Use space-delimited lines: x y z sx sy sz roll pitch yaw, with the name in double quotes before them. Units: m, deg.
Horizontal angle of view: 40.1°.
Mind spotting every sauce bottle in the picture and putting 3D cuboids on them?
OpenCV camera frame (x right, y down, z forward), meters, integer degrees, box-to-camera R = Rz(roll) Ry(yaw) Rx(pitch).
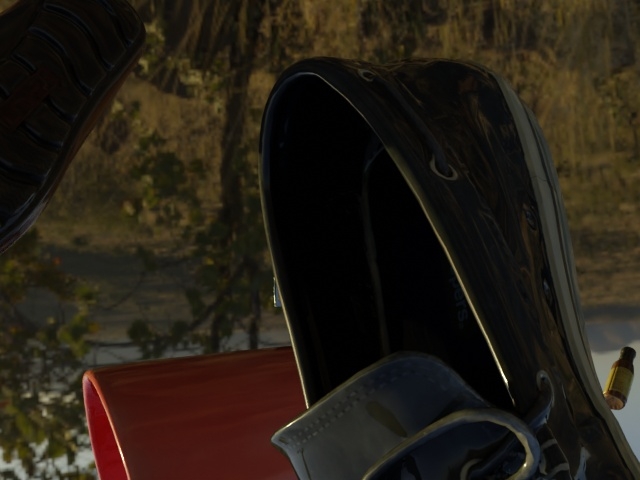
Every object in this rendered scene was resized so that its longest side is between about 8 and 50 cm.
"sauce bottle" 0.516 0.233 1.501 0.042 0.042 0.128 -12 -151 42

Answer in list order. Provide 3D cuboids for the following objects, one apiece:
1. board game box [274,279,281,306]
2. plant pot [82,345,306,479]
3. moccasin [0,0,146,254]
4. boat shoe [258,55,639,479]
"board game box" 0.000 0.000 1.404 0.142 0.144 0.275 -1 -167 -1
"plant pot" -0.080 0.223 0.858 0.243 0.274 0.275 -14 176 -22
"moccasin" -0.257 -0.068 0.616 0.139 0.380 0.147 39 128 -21
"boat shoe" 0.059 0.113 0.414 0.156 0.499 0.187 11 146 -34
